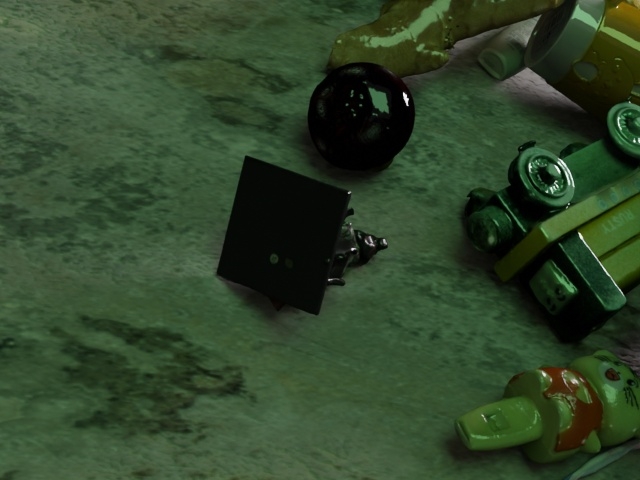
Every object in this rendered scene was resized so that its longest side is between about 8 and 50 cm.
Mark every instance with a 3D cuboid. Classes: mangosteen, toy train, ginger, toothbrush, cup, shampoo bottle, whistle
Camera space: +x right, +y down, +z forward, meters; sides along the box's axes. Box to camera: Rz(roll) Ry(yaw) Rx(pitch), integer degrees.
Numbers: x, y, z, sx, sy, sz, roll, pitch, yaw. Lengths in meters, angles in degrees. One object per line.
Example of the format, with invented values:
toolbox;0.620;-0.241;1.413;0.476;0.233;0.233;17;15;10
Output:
mangosteen;0.057;-0.162;1.646;0.152;0.152;0.153;12;51;-16
toy train;0.380;-0.031;1.676;0.397;0.160;0.253;-25;76;-36
ginger;0.202;-0.346;1.796;0.363;0.122;0.348;10;59;20
toothbrush;0.389;0.263;1.541;0.269;0.021;0.027;-19;52;-34
cup;0.451;-0.291;1.826;0.226;0.241;0.185;26;38;-12
shampoo bottle;0.332;-0.318;1.933;0.072;0.049;0.212;45;51;15
whistle;0.290;0.205;1.485;0.288;0.106;0.131;-7;52;-29

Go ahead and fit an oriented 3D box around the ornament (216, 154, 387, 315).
ornament;0.000;0.000;1.518;0.153;0.166;0.196;22;11;31

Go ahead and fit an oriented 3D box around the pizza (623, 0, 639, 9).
pizza;0.577;-0.391;2.079;0.182;0.074;0.365;-21;66;-25
